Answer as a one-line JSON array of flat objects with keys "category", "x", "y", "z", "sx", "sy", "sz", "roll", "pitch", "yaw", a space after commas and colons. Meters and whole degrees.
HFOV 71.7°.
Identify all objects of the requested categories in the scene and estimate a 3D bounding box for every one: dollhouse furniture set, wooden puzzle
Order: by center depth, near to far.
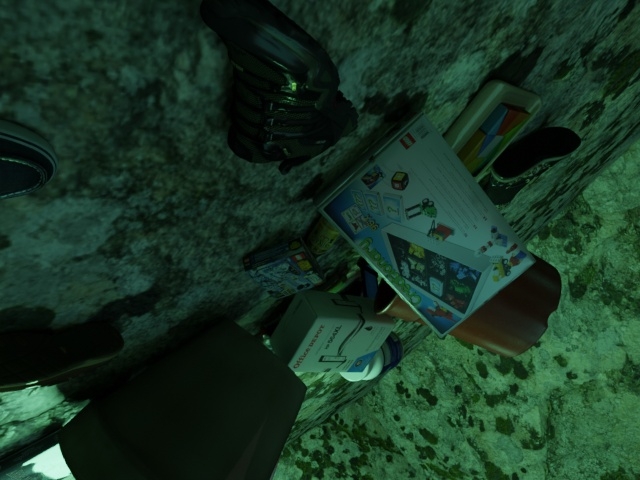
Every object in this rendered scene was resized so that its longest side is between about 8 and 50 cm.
[{"category": "wooden puzzle", "x": 0.302, "y": -0.182, "z": 0.824, "sx": 0.239, "sy": 0.044, "sz": 0.220, "roll": -10, "pitch": 144, "yaw": -48}, {"category": "dollhouse furniture set", "x": 0.010, "y": 0.139, "z": 0.963, "sx": 0.152, "sy": 0.058, "sz": 0.076, "roll": -41, "pitch": 157, "yaw": 7}]

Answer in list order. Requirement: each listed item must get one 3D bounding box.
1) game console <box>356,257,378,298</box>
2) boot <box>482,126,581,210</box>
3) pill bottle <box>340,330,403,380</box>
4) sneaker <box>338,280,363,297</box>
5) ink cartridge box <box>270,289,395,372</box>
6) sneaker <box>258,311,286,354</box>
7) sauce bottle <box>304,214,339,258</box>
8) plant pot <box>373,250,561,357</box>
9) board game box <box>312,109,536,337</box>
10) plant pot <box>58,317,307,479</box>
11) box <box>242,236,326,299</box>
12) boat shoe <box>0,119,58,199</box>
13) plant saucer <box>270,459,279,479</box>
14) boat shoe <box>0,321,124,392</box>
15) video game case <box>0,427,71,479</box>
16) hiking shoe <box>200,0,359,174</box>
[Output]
[{"category": "game console", "x": 0.142, "y": 0.080, "z": 1.013, "sx": 0.124, "sy": 0.085, "sz": 0.144, "roll": -40, "pitch": 157, "yaw": 8}, {"category": "boot", "x": 0.490, "y": -0.168, "z": 1.073, "sx": 0.237, "sy": 0.085, "sz": 0.178, "roll": -26, "pitch": 157, "yaw": -12}, {"category": "pill bottle", "x": 0.174, "y": 0.400, "z": 1.552, "sx": 0.153, "sy": 0.153, "sz": 0.265, "roll": -49, "pitch": 154, "yaw": 23}, {"category": "sneaker", "x": 0.031, "y": 0.177, "z": 1.071, "sx": 0.224, "sy": 0.083, "sz": 0.098, "roll": -39, "pitch": 136, "yaw": -9}, {"category": "ink cartridge box", "x": 0.024, "y": 0.186, "z": 0.888, "sx": 0.203, "sy": 0.085, "sz": 0.148, "roll": 11, "pitch": 119, "yaw": -36}, {"category": "sneaker", "x": -0.112, "y": 0.206, "z": 0.929, "sx": 0.161, "sy": 0.057, "sz": 0.075, "roll": -43, "pitch": 140, "yaw": 13}, {"category": "sauce bottle", "x": 0.000, "y": 0.000, "z": 0.718, "sx": 0.042, "sy": 0.042, "sz": 0.128, "roll": -15, "pitch": 147, "yaw": -43}, {"category": "plant pot", "x": 0.284, "y": 0.078, "z": 0.859, "sx": 0.272, "sy": 0.265, "sz": 0.272, "roll": -63, "pitch": 180, "yaw": -1}, {"category": "board game box", "x": 0.161, "y": -0.014, "z": 0.664, "sx": 0.193, "sy": 0.305, "sz": 0.053, "roll": -41, "pitch": -160, "yaw": 7}, {"category": "plant pot", "x": -0.178, "y": 0.292, "z": 0.713, "sx": 0.280, "sy": 0.323, "sz": 0.323, "roll": -48, "pitch": 160, "yaw": -20}, {"category": "box", "x": -0.053, "y": 0.048, "z": 0.700, "sx": 0.094, "sy": 0.027, "sz": 0.137, "roll": -19, "pitch": 152, "yaw": 5}, {"category": "boat shoe", "x": -0.246, "y": -0.029, "z": 0.260, "sx": 0.184, "sy": 0.083, "sz": 0.065, "roll": -7, "pitch": 141, "yaw": -51}, {"category": "plant saucer", "x": -0.154, "y": 0.457, "z": 1.083, "sx": 0.332, "sy": 0.084, "sz": 0.331, "roll": -161, "pitch": -90, "yaw": -81}, {"category": "boat shoe", "x": -0.312, "y": 0.140, "z": 0.495, "sx": 0.060, "sy": 0.064, "sz": 0.178, "roll": -50, "pitch": 157, "yaw": 20}, {"category": "video game case", "x": -0.537, "y": 0.414, "z": 0.718, "sx": 0.275, "sy": 0.026, "sz": 0.196, "roll": -24, "pitch": 153, "yaw": -29}, {"category": "hiking shoe", "x": -0.041, "y": -0.118, "z": 0.391, "sx": 0.114, "sy": 0.086, "sz": 0.227, "roll": -46, "pitch": 157, "yaw": 7}]
